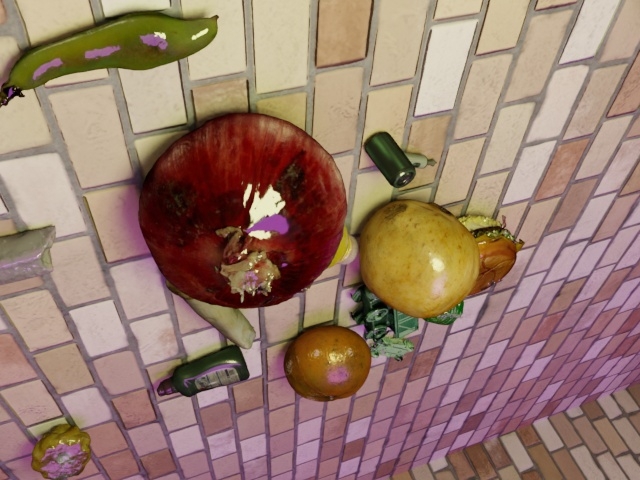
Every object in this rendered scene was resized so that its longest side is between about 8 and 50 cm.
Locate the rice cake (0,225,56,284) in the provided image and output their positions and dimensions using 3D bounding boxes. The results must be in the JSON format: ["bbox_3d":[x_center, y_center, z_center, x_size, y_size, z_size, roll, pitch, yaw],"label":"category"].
[{"bbox_3d":[-0.620,0.061,0.996,0.399,0.070,0.064,-15,147,-14],"label":"rice cake"}]

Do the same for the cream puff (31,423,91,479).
[{"bbox_3d":[-0.633,0.509,1.532,0.146,0.116,0.146,-10,116,-21],"label":"cream puff"}]

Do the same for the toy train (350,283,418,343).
[{"bbox_3d":[0.161,0.162,1.567,0.154,0.115,0.269,-28,145,-11],"label":"toy train"}]

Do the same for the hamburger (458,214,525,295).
[{"bbox_3d":[0.355,0.032,1.488,0.262,0.138,0.243,17,128,-43],"label":"hamburger"}]

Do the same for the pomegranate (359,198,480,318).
[{"bbox_3d":[0.203,0.037,1.302,0.260,0.260,0.260,-16,144,-13],"label":"pomegranate"}]

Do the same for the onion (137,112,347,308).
[{"bbox_3d":[-0.121,-0.020,0.995,0.348,0.285,0.347,-4,123,-6],"label":"onion"}]

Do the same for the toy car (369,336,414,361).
[{"bbox_3d":[0.207,0.313,1.830,0.143,0.054,0.073,15,127,-37],"label":"toy car"}]

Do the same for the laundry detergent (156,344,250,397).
[{"bbox_3d":[-0.291,0.339,1.540,0.222,0.078,0.144,-21,149,-8],"label":"laundry detergent"}]

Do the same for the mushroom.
[{"bbox_3d":[-0.221,0.137,1.313,0.081,0.100,0.312,-46,145,-11],"label":"mushroom"}]

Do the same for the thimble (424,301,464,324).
[{"bbox_3d":[0.307,0.156,1.622,0.090,0.130,0.118,16,122,-39],"label":"thimble"}]

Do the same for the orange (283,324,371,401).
[{"bbox_3d":[0.020,0.322,1.606,0.240,0.171,0.240,-3,147,-2],"label":"orange"}]

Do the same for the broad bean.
[{"bbox_3d":[-0.288,-0.245,0.820,0.325,0.067,0.075,-18,114,-6],"label":"broad bean"}]

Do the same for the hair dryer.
[{"bbox_3d":[0.176,-0.151,1.204,0.198,0.100,0.057,-6,146,-49],"label":"hair dryer"}]

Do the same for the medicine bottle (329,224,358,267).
[{"bbox_3d":[0.000,0.000,1.250,0.122,0.122,0.212,-38,153,17],"label":"medicine bottle"}]
